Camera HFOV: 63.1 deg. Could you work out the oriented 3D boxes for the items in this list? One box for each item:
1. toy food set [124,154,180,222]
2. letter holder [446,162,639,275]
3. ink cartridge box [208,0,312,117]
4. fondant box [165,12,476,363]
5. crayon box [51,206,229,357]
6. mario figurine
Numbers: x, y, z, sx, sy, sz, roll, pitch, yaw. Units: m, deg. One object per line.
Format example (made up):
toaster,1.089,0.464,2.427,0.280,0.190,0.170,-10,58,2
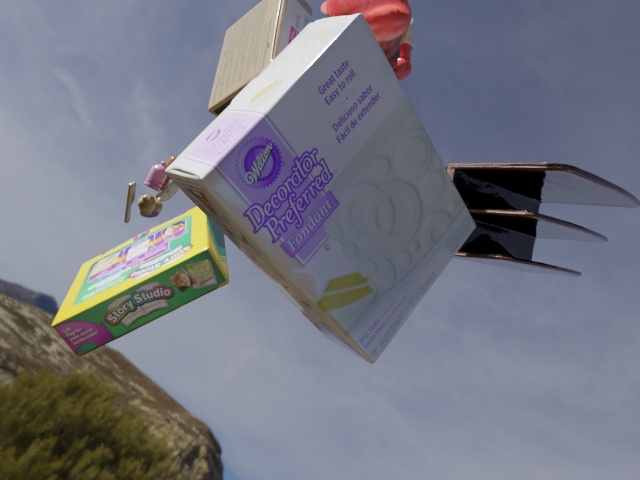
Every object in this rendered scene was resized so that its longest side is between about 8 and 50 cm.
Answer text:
toy food set,-0.187,-0.066,0.623,0.019,0.122,0.078,26,-54,5
letter holder,0.374,-0.023,0.867,0.302,0.152,0.214,10,-2,-41
ink cartridge box,-0.120,-0.367,1.052,0.193,0.234,0.088,-18,-35,39
fondant box,0.026,-0.045,0.608,0.096,0.238,0.330,20,-25,52
crayon box,-0.405,0.077,1.230,0.106,0.363,0.313,64,-1,-26
mario figurine,0.056,-0.237,0.786,0.170,0.198,0.320,2,-59,14
